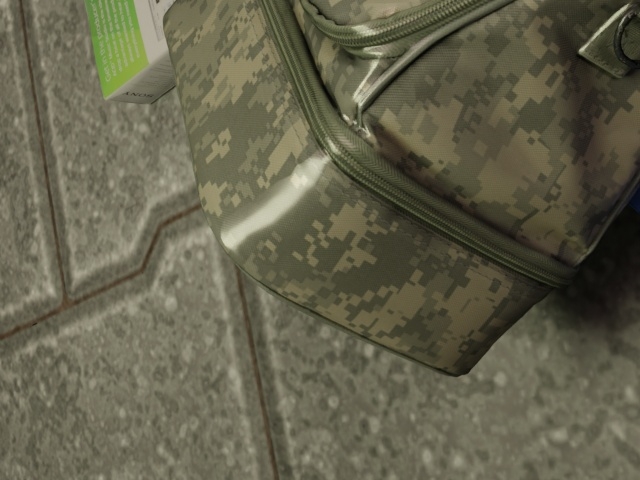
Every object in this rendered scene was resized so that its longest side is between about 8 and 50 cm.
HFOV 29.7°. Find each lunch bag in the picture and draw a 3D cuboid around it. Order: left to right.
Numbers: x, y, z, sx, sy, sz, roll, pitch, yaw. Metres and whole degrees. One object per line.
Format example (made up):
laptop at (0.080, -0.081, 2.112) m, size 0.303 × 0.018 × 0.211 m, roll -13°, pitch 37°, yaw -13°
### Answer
lunch bag at (0.064, -0.120, 0.698) m, size 0.256 × 0.212 × 0.305 m, roll -45°, pitch 35°, yaw 22°

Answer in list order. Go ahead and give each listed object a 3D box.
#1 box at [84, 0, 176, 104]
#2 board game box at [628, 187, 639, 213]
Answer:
box at (-0.093, -0.284, 0.999) m, size 0.322 × 0.058 × 0.232 m, roll -27°, pitch 70°, yaw 39°
board game box at (0.326, -0.090, 0.563) m, size 0.233 × 0.078 × 0.347 m, roll 51°, pitch 122°, yaw 33°
